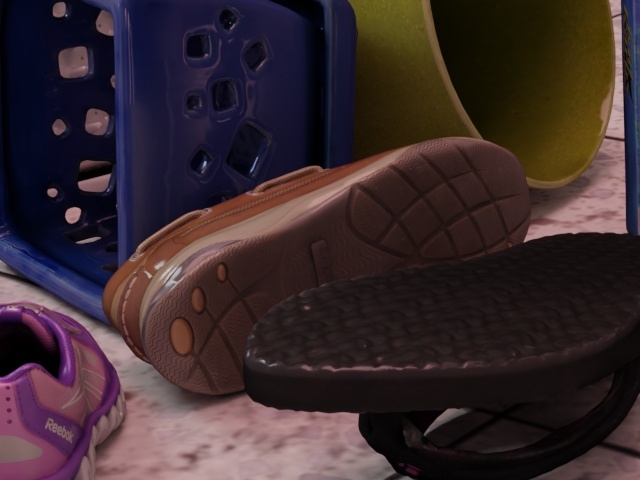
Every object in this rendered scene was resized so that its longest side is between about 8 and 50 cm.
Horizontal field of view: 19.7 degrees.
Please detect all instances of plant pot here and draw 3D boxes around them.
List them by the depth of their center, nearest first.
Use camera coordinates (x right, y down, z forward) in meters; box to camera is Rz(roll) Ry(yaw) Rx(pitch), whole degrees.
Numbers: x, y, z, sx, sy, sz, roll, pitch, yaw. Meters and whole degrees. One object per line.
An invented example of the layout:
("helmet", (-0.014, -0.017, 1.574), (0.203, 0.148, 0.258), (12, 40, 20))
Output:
("plant pot", (-0.104, -0.087, 1.329), (0.212, 0.236, 0.236), (-9, 18, -34))
("plant pot", (0.041, -0.157, 1.487), (0.293, 0.275, 0.274), (-9, 13, 37))

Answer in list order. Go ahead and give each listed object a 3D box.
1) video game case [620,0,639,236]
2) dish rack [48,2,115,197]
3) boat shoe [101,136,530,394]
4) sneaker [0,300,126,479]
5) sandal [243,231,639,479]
("video game case", (0.334, -0.130, 1.273), (0.244, 0.270, 0.061), (-5, 20, 1))
("dish rack", (-0.246, -0.166, 1.535), (0.332, 0.286, 0.072), (-16, 3, -30))
("boat shoe", (0.000, 0.000, 1.213), (0.324, 0.123, 0.116), (-17, 20, -35))
("sneaker", (-0.166, 0.077, 1.052), (0.095, 0.105, 0.236), (-7, 18, -1))
("sandal", (0.121, 0.070, 1.041), (0.167, 0.107, 0.445), (7, 10, 33))
